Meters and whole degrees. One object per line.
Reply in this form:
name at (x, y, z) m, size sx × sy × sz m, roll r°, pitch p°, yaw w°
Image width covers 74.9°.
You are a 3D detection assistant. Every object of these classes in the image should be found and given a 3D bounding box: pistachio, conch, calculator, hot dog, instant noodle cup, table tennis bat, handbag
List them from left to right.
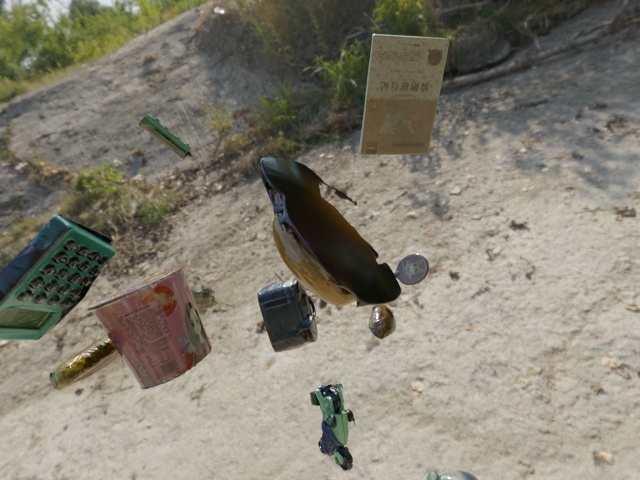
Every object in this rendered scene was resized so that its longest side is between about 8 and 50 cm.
calculator at (-0.536, 0.086, 0.830) m, size 0.274 × 0.058 × 0.248 m, roll -53°, pitch -3°, yaw -14°
hot dog at (-0.551, 0.279, 1.055) m, size 0.083 × 0.068 × 0.289 m, roll -49°, pitch -4°, yaw 18°
instant noodle cup at (-0.402, 0.211, 1.036) m, size 0.242 × 0.232 × 0.243 m, roll -23°, pitch 7°, yaw 3°
conch at (-0.527, 0.246, 1.788) m, size 0.155 × 0.207 × 0.130 m, roll -55°, pitch 35°, yaw 22°
handbag at (-0.107, 0.270, 1.535) m, size 0.181 × 0.255 × 0.181 m, roll -16°, pitch -3°, yaw 8°
hot dog at (-0.003, 0.003, 0.778) m, size 0.193 × 0.326 × 0.107 m, roll -6°, pitch -31°, yaw -43°
pistachio at (0.206, 0.250, 1.334) m, size 0.049 × 0.089 × 0.173 m, roll -54°, pitch 3°, yaw 30°
table tennis bat at (0.299, 0.125, 1.392) m, size 0.169 × 0.119 × 0.108 m, roll -22°, pitch 51°, yaw 26°

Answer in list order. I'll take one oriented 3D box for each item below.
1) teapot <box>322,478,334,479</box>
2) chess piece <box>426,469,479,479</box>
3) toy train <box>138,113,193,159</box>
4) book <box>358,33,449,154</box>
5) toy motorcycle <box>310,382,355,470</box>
teapot at (0.040, 0.910, 1.438) m, size 0.116 × 0.148 × 0.146 m, roll -43°, pitch 21°, yaw 28°
chess piece at (0.289, 0.437, 0.656) m, size 0.271 × 0.139 × 0.139 m, roll 26°, pitch 41°, yaw 2°
toy train at (-0.390, -0.263, 1.069) m, size 0.038 × 0.147 × 0.071 m, roll -49°, pitch 16°, yaw 7°
book at (0.226, -0.390, 1.151) m, size 0.216 × 0.311 × 0.021 m, roll -4°, pitch 29°, yaw -14°
toy motorcycle at (0.050, 0.760, 1.718) m, size 0.125 × 0.332 × 0.196 m, roll -6°, pitch -10°, yaw -34°
